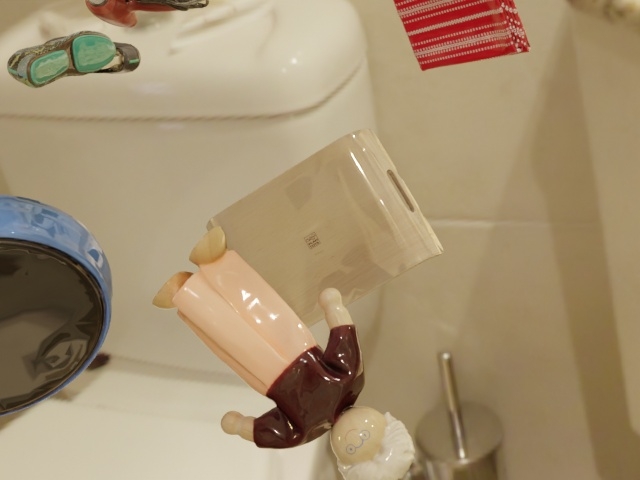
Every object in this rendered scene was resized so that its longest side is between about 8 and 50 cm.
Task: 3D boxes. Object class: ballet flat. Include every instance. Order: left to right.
[{"bbox_3d":[-0.381,-0.269,1.532,0.070,0.070,0.188,7,21,29],"label":"ballet flat"},{"bbox_3d":[-0.428,-0.332,1.902,0.203,0.074,0.074,4,35,12],"label":"ballet flat"}]

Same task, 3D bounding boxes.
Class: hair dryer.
[{"bbox_3d":[-0.382,-0.487,2.209,0.224,0.080,0.293,16,-4,-28],"label":"hair dryer"}]

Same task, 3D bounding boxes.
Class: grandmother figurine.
[{"bbox_3d":[-0.036,0.151,1.190,0.342,0.208,0.104,41,19,12],"label":"grandmother figurine"}]

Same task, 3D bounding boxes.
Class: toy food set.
[{"bbox_3d":[0.000,0.000,1.578,0.306,0.219,0.092,-31,-10,13],"label":"toy food set"}]

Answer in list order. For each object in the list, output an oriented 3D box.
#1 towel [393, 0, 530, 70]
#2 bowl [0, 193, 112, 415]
[{"bbox_3d":[0.144,-0.350,1.340,0.031,0.274,0.199,-38,23,-31],"label":"towel"},{"bbox_3d":[-0.481,0.109,1.469,0.391,0.391,0.077,-19,46,-10],"label":"bowl"}]
